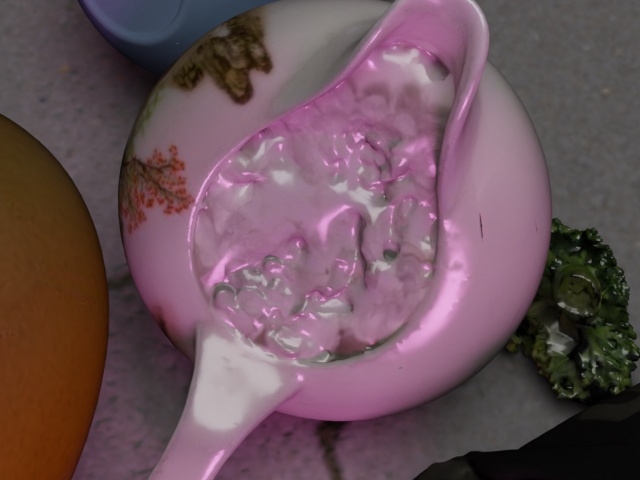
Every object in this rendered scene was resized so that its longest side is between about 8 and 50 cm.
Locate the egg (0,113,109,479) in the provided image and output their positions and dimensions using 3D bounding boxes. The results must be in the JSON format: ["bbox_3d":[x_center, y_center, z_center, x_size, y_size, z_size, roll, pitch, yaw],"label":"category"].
[{"bbox_3d":[-0.229,0.068,0.861,0.250,0.250,0.322,34,61,9],"label":"egg"}]

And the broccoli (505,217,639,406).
[{"bbox_3d":[0.118,0.031,0.996,0.095,0.092,0.097,11,93,-3],"label":"broccoli"}]

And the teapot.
[{"bbox_3d":[0.000,0.000,0.930,0.204,0.298,0.139,24,22,-1],"label":"teapot"}]

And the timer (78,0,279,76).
[{"bbox_3d":[-0.035,-0.162,1.050,0.175,0.255,0.175,3,98,21],"label":"timer"}]

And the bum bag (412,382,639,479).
[{"bbox_3d":[0.191,0.092,0.929,0.340,0.095,0.144,-23,26,-29],"label":"bum bag"}]
